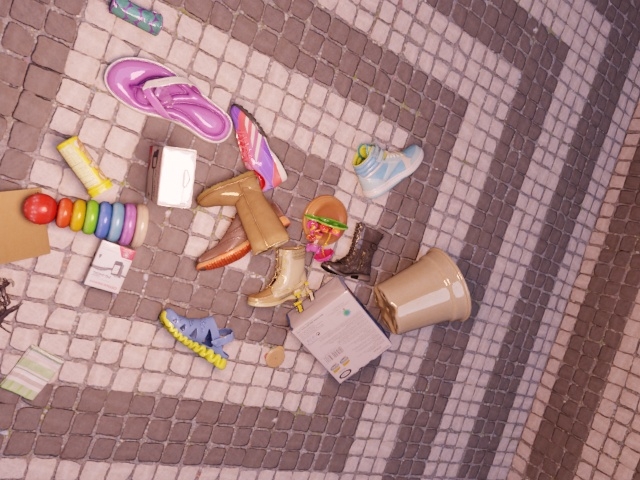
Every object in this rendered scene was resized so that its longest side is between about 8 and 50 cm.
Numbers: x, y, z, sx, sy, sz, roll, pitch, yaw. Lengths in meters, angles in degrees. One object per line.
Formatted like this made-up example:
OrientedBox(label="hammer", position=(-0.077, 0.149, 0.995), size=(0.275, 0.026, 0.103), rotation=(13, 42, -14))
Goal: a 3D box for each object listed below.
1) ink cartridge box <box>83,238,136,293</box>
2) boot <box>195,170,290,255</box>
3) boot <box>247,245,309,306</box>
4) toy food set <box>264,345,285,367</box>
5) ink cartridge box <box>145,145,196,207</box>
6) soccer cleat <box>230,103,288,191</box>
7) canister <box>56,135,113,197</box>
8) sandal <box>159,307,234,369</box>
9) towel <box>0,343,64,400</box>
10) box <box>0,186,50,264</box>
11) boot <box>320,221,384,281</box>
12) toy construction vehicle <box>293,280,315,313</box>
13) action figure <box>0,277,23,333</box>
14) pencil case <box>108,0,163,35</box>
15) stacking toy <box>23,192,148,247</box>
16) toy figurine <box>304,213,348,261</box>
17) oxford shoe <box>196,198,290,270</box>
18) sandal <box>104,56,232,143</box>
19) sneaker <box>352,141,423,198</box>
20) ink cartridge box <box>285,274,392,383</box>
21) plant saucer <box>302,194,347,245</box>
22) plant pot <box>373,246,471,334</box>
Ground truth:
OrientedBox(label="ink cartridge box", position=(-0.667, 0.081, 1.543), size=(0.109, 0.063, 0.151), rotation=(23, 88, -30))
OrientedBox(label="boot", position=(-0.262, -0.074, 1.631), size=(0.236, 0.089, 0.270), rotation=(-25, 83, -1))
OrientedBox(label="boot", position=(-0.158, 0.130, 1.807), size=(0.261, 0.095, 0.204), rotation=(-11, 106, -33))
OrientedBox(label="toy food set", position=(-0.178, 0.457, 1.908), size=(0.082, 0.020, 0.084), rotation=(-11, 105, -26))
OrientedBox(label="ink cartridge box", position=(-0.464, -0.199, 1.498), size=(0.100, 0.237, 0.172), rotation=(4, 97, -29))
OrientedBox(label="soccer cleat", position=(-0.233, -0.314, 1.682), size=(0.116, 0.108, 0.318), rotation=(-38, 117, -13))
OrientedBox(label="canister", position=(-0.695, -0.217, 1.435), size=(0.073, 0.126, 0.170), rotation=(-36, 113, -18))
OrientedBox(label="sandal", position=(-0.419, 0.318, 1.701), size=(0.138, 0.126, 0.317), rotation=(-54, 127, -13))
OrientedBox(label="towel", position=(-0.891, 0.411, 1.510), size=(0.113, 0.023, 0.152), rotation=(41, 80, -28))
OrientedBox(label="box", position=(-0.864, -0.043, 1.389), size=(0.164, 0.021, 0.202), rotation=(-21, 113, -58))
OrientedBox(label="boot", position=(0.130, 0.037, 1.968), size=(0.262, 0.091, 0.229), rotation=(15, 87, -34))
OrientedBox(label="toy construction vehicle", position=(-0.068, 0.211, 1.828), size=(0.085, 0.035, 0.098), rotation=(-29, 121, -22))
OrientedBox(label="action figure", position=(-0.947, 0.146, 1.364), size=(0.164, 0.141, 0.276), rotation=(-26, 95, -24))
OrientedBox(label="pencil case", position=(-0.549, -0.678, 1.458), size=(0.151, 0.064, 0.070), rotation=(18, 107, -30))
OrientedBox(label="stacking toy", position=(-0.694, -0.066, 1.450), size=(0.330, 0.141, 0.141), rotation=(9, 95, -31))
OrientedBox(label="toy figurine", position=(0.000, 0.000, 1.834), size=(0.173, 0.130, 0.160), rotation=(16, 103, -8))
OrientedBox(label="oxford shoe", position=(-0.290, -0.016, 1.720), size=(0.363, 0.130, 0.133), rotation=(-31, 83, -15))
OrientedBox(label="sandal", position=(-0.455, -0.446, 1.533), size=(0.415, 0.102, 0.170), rotation=(21, 89, -30))
OrientedBox(label="sneaker", position=(0.263, -0.333, 1.935), size=(0.319, 0.127, 0.208), rotation=(-40, 117, -17))
OrientedBox(label="ink cartridge box", position=(0.091, 0.371, 1.917), size=(0.270, 0.151, 0.396), rotation=(-37, 113, 5))
OrientedBox(label="plant saucer", position=(0.024, -0.077, 1.905), size=(0.199, 0.037, 0.200), rotation=(-6, 102, -28))
OrientedBox(label="plant pot", position=(0.402, 0.237, 2.039), size=(0.305, 0.334, 0.334), rotation=(-21, 110, -11))
